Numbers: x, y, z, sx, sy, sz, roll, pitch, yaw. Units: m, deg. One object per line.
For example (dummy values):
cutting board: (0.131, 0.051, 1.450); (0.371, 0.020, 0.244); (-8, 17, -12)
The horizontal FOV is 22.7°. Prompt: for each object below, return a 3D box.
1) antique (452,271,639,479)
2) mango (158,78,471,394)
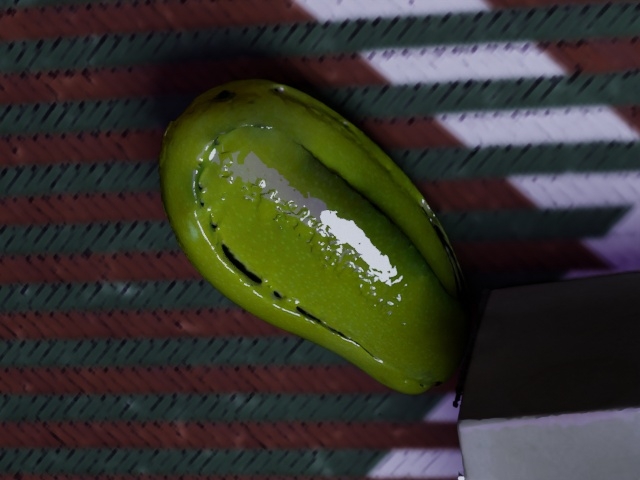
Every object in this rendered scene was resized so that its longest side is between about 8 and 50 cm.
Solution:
antique: (0.139, 0.103, 0.647); (0.148, 0.146, 0.152); (-8, 108, 14)
mango: (0.000, 0.000, 0.682); (0.091, 0.074, 0.165); (-37, 108, 20)
